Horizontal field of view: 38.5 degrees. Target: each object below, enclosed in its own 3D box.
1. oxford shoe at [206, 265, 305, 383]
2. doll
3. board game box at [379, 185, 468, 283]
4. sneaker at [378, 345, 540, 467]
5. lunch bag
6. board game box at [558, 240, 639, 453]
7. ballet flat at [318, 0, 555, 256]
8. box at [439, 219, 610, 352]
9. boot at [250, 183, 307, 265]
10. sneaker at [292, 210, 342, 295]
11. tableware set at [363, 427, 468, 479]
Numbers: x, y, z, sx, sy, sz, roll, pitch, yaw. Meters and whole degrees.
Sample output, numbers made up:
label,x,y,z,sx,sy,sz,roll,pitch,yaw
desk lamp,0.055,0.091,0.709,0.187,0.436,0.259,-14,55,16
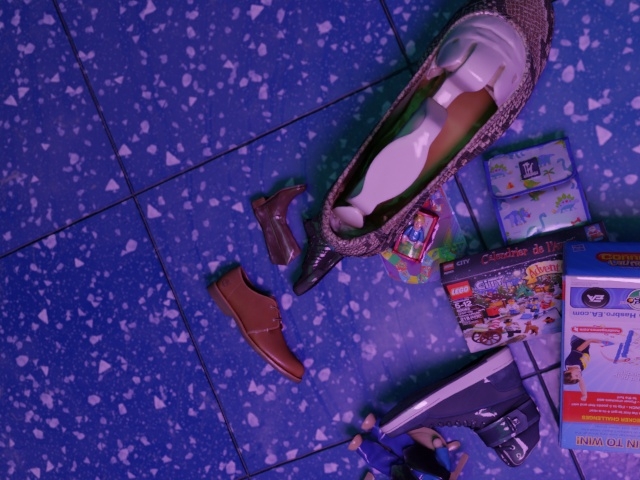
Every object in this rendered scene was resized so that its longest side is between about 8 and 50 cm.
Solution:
label,x,y,z,sx,sy,sz,roll,pitch,yaw
oxford shoe,-0.087,0.131,1.440,0.076,0.076,0.212,-39,85,3
doll,0.133,0.344,1.371,0.189,0.046,0.129,32,85,21
board game box,0.140,-0.015,1.388,0.133,0.033,0.168,-23,88,15
sneaker,0.214,0.277,1.342,0.226,0.086,0.163,-26,89,-5
lunch bag,0.313,-0.062,1.313,0.129,0.096,0.151,-15,79,15
board game box,0.477,0.150,1.218,0.308,0.086,0.302,1,123,14
ballet flat,0.165,-0.168,1.273,0.164,0.182,0.483,39,97,5
box,0.303,0.071,1.300,0.233,0.044,0.159,-16,131,15
boot,-0.048,-0.023,1.433,0.106,0.037,0.114,-22,85,28
sneaker,-0.001,0.000,1.418,0.170,0.051,0.089,-44,84,8
tableware set,0.136,0.378,1.415,0.128,0.039,0.194,30,95,26
